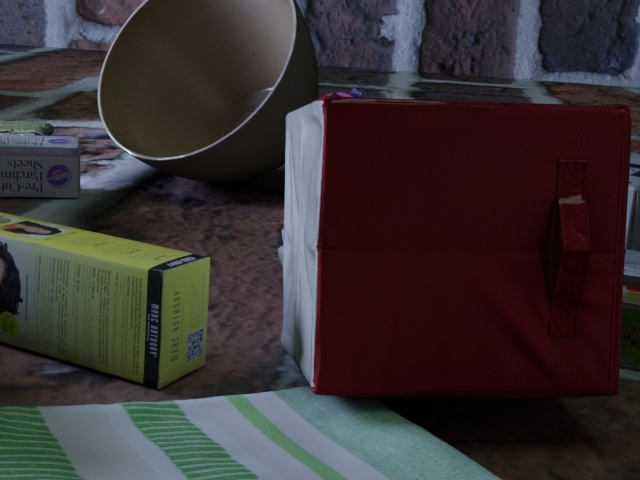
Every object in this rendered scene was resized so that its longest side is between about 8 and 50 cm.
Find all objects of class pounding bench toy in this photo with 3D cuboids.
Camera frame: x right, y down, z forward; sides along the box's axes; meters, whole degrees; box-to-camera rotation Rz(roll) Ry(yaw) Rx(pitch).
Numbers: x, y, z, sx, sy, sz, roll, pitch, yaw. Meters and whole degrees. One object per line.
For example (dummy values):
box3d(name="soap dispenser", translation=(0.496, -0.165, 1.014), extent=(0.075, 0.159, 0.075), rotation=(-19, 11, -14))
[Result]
box3d(name="pounding bench toy", translation=(0.219, 0.061, 0.800), extent=(0.083, 0.052, 0.065), rotation=(8, 16, 17))

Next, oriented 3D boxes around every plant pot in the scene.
box3d(name="plant pot", translation=(-0.114, -0.185, 1.315), extent=(0.284, 0.284, 0.191), rotation=(14, -17, 33))

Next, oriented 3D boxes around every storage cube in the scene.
box3d(name="storage cube", translation=(0.079, -0.001, 0.695), extent=(0.193, 0.183, 0.215), rotation=(1, 4, -8))

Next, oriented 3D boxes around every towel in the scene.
box3d(name="towel", translation=(-0.067, 0.117, 0.487), extent=(0.325, 0.038, 0.248), rotation=(1, 11, -31))
box3d(name="towel", translation=(-0.474, -0.158, 1.503), extent=(0.148, 0.027, 0.110), rotation=(0, 15, -6))

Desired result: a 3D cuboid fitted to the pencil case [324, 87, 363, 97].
box3d(name="pencil case", translation=(-0.007, -0.182, 1.583), extent=(0.098, 0.095, 0.209), rotation=(28, 27, 23))

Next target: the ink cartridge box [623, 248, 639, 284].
box3d(name="ink cartridge box", translation=(0.238, 0.032, 0.892), extent=(0.146, 0.045, 0.179), rotation=(8, 10, 16))

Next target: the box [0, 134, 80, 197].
box3d(name="box", translation=(-0.444, -0.088, 1.178), extent=(0.324, 0.067, 0.063), rotation=(1, 17, -12))

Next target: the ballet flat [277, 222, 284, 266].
box3d(name="ballet flat", translation=(0.000, 0.000, 0.952), extent=(0.077, 0.077, 0.231), rotation=(-13, 17, 4))

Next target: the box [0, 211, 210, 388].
box3d(name="box", translation=(-0.193, 0.036, 0.746), extent=(0.232, 0.087, 0.058), rotation=(10, 14, 26))

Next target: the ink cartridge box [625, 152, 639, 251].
box3d(name="ink cartridge box", translation=(0.317, -0.045, 1.144), extent=(0.153, 0.086, 0.208), rotation=(13, 19, 34))
